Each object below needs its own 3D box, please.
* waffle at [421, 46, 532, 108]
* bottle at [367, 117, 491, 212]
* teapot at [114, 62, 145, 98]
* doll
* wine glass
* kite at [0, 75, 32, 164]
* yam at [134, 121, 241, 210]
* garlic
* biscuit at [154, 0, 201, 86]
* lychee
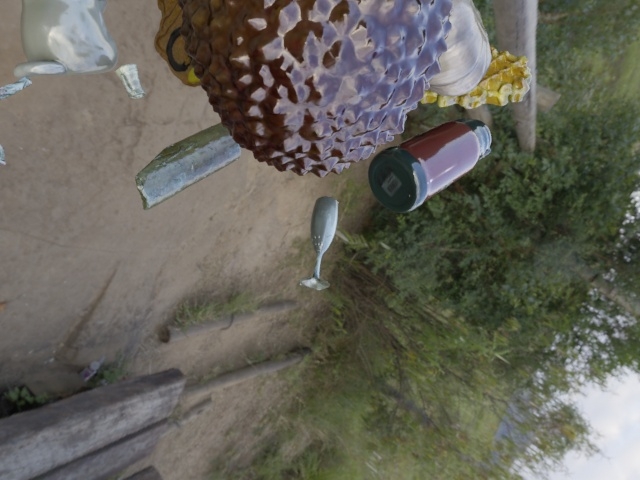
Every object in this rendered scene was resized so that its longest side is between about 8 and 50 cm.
[{"bbox_3d":[0.306,-0.326,0.934,0.229,0.219,0.057,-34,142,-23],"label":"waffle"},{"bbox_3d":[0.267,-0.186,1.052,0.336,0.144,0.144,-30,146,-34],"label":"bottle"},{"bbox_3d":[-0.485,-0.404,1.176,0.067,0.057,0.083,-72,145,-64],"label":"teapot"},{"bbox_3d":[-0.630,-0.569,1.127,0.226,0.215,0.370,-46,138,-81],"label":"doll"},{"bbox_3d":[0.000,0.000,0.956,0.066,0.066,0.198,76,19,-61],"label":"wine glass"},{"bbox_3d":[-0.608,-0.245,0.822,0.250,0.012,0.229,-64,157,-52],"label":"kite"},{"bbox_3d":[-0.296,-0.167,1.009,0.259,0.106,0.106,-36,150,-31],"label":"yam"},{"bbox_3d":[0.186,-0.354,0.833,0.218,0.212,0.218,31,52,-51],"label":"garlic"},{"bbox_3d":[-0.240,-0.414,0.894,0.208,0.290,0.041,-48,161,25],"label":"biscuit"},{"bbox_3d":[0.004,-0.205,0.452,0.267,0.267,0.267,-44,155,-28],"label":"lychee"}]
